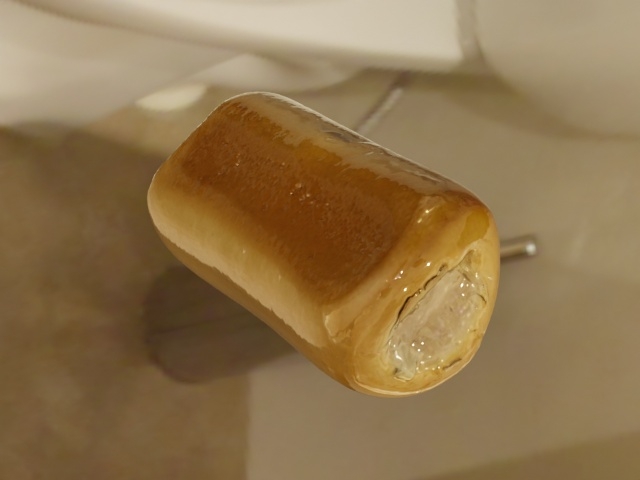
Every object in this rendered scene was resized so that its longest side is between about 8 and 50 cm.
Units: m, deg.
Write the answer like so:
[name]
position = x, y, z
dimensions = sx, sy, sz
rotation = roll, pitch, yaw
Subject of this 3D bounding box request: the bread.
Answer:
[bread]
position = 0.000, 0.000, 0.726
dimensions = 0.092, 0.239, 0.074
rotation = -45, 117, -6
